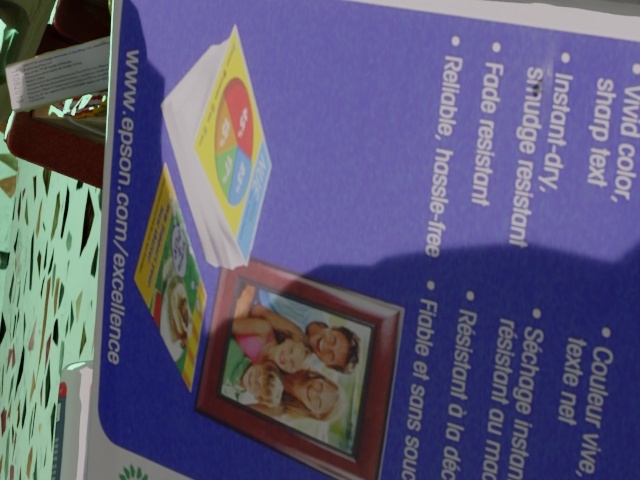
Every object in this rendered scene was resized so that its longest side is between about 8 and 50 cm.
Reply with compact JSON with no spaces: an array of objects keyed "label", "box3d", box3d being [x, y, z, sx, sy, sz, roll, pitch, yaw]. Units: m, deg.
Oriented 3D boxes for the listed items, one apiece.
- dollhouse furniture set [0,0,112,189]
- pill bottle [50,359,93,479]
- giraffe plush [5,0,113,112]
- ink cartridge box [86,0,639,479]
[{"label":"dollhouse furniture set","box3d":[-0.174,-0.136,0.815,0.201,0.374,0.152,11,82,61]},{"label":"pill bottle","box3d":[-0.121,0.172,1.053,0.108,0.108,0.180,149,127,-70]},{"label":"giraffe plush","box3d":[-0.001,-0.067,0.692,0.170,0.210,0.181,1,-88,-77]},{"label":"ink cartridge box","box3d":[0.054,0.086,0.432,0.307,0.072,0.304,15,105,39]}]
